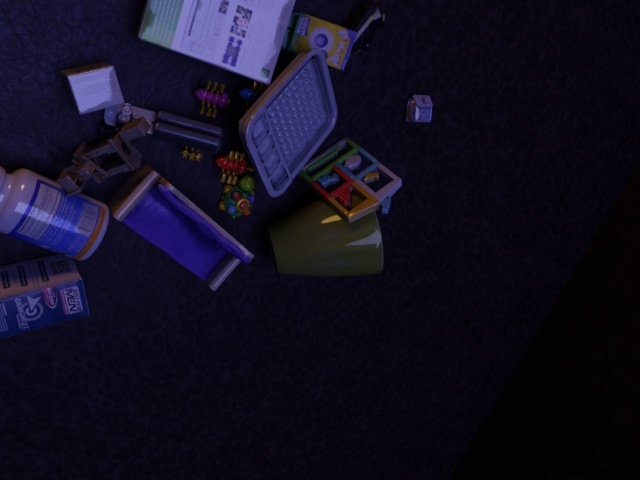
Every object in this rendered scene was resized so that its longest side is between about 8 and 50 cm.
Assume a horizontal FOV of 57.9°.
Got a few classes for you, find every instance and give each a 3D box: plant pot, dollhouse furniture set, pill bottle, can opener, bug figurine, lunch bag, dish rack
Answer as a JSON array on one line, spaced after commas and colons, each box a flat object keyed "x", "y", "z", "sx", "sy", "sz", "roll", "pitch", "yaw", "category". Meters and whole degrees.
[{"x": 0.000, "y": 0.000, "z": 1.698, "sx": 0.294, "sy": 0.274, "sz": 0.274, "roll": -14, "pitch": 120, "yaw": -9, "category": "plant pot"}, {"x": -0.464, "y": -0.168, "z": 1.303, "sx": 0.182, "sy": 0.160, "sz": 0.101, "roll": -16, "pitch": 130, "yaw": 20, "category": "dollhouse furniture set"}, {"x": -0.633, "y": -0.068, "z": 1.296, "sx": 0.272, "sy": 0.152, "sz": 0.152, "roll": 28, "pitch": 96, "yaw": -38, "category": "pill bottle"}, {"x": -0.378, "y": -0.266, "z": 1.388, "sx": 0.281, "sy": 0.074, "sz": 0.093, "roll": 10, "pitch": 147, "yaw": -15, "category": "can opener"}, {"x": -0.241, "y": -0.295, "z": 1.493, "sx": 0.216, "sy": 0.072, "sz": 0.278, "roll": 14, "pitch": 109, "yaw": -31, "category": "bug figurine"}, {"x": 0.311, "y": -0.413, "z": 1.810, "sx": 0.071, "sy": 0.053, "sz": 0.083, "roll": -5, "pitch": 106, "yaw": -33, "category": "lunch bag"}, {"x": -0.086, "y": -0.307, "z": 1.499, "sx": 0.332, "sy": 0.072, "sz": 0.285, "roll": -53, "pitch": 150, "yaw": -21, "category": "dish rack"}]

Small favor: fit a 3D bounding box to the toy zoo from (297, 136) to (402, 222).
[{"x": 0.091, "y": -0.166, "z": 1.634, "sx": 0.192, "sy": 0.293, "sz": 0.030, "roll": -35, "pitch": 145, "yaw": -14, "category": "toy zoo"}]

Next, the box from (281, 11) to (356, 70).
[{"x": -0.006, "y": -0.520, "z": 1.505, "sx": 0.179, "sy": 0.043, "sz": 0.105, "roll": 19, "pitch": 103, "yaw": 1, "category": "box"}]

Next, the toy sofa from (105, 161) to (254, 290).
[{"x": -0.352, "y": -0.021, "z": 1.487, "sx": 0.150, "sy": 0.177, "sz": 0.362, "roll": -49, "pitch": 130, "yaw": -4, "category": "toy sofa"}]

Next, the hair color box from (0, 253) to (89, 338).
[{"x": -0.730, "y": 0.139, "z": 1.318, "sx": 0.348, "sy": 0.174, "sz": 0.105, "roll": -15, "pitch": 120, "yaw": -26, "category": "hair color box"}]

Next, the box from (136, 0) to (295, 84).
[{"x": -0.231, "y": -0.519, "z": 1.323, "sx": 0.322, "sy": 0.058, "sz": 0.232, "roll": 13, "pitch": 104, "yaw": -31, "category": "box"}]

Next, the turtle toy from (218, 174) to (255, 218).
[{"x": -0.220, "y": -0.120, "z": 1.595, "sx": 0.095, "sy": 0.066, "sz": 0.130, "roll": 9, "pitch": 107, "yaw": -36, "category": "turtle toy"}]

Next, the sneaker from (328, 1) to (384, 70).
[{"x": 0.099, "y": -0.542, "z": 1.588, "sx": 0.234, "sy": 0.084, "sz": 0.097, "roll": -51, "pitch": 132, "yaw": -1, "category": "sneaker"}]

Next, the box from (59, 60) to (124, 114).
[{"x": -0.505, "y": -0.339, "z": 1.280, "sx": 0.101, "sy": 0.102, "sz": 0.087, "roll": -23, "pitch": 121, "yaw": -23, "category": "box"}]
